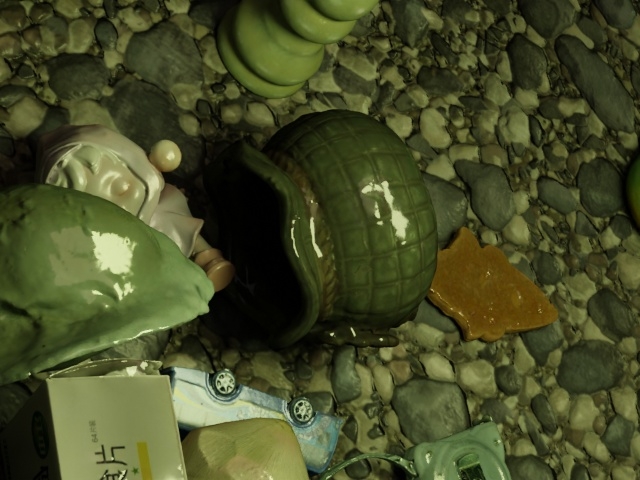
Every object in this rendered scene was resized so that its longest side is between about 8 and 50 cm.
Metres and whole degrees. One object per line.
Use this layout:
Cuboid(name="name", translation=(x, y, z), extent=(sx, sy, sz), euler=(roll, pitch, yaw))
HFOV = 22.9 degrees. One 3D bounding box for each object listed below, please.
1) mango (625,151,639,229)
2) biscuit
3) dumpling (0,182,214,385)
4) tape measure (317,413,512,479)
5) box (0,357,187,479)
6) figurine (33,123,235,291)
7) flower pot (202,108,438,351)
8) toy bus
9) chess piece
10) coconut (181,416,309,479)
Cuboid(name="mango", translation=(0.546, -0.090, 2.433), extent=(0.156, 0.114, 0.251), euler=(31, 41, -6))
Cuboid(name="biscuit", translation=(0.225, 0.070, 2.177), extent=(0.250, 0.035, 0.162), euler=(20, 63, -24))
Cuboid(name="dumpling", translation=(-0.314, 0.041, 1.672), extent=(0.270, 0.320, 0.212), euler=(-13, 82, -60))
Cuboid(name="tape measure", translation=(0.115, 0.323, 1.944), extent=(0.330, 0.084, 0.164), euler=(-15, 73, -40))
Cuboid(name="box", translation=(-0.224, 0.308, 1.641), extent=(0.145, 0.173, 0.333), euler=(1, 63, -30))
Cuboid(name="figurine", translation=(-0.222, -0.031, 1.857), extent=(0.276, 0.200, 0.133), euler=(40, 7, -14))
Cuboid(name="flower pot", translation=(0.000, 0.000, 1.906), extent=(0.213, 0.302, 0.302), euler=(-14, 75, -23))
Cuboid(name="toy bus", translation=(-0.093, 0.214, 1.866), extent=(0.236, 0.079, 0.094), euler=(22, 73, -24))
Cuboid(name="chess piece", translation=(-0.015, -0.302, 2.052), extent=(0.144, 0.251, 0.144), euler=(15, 61, -28))
Cuboid(name="coconut", translation=(-0.088, 0.276, 1.748), extent=(0.171, 0.171, 0.183), euler=(40, 89, -12))
